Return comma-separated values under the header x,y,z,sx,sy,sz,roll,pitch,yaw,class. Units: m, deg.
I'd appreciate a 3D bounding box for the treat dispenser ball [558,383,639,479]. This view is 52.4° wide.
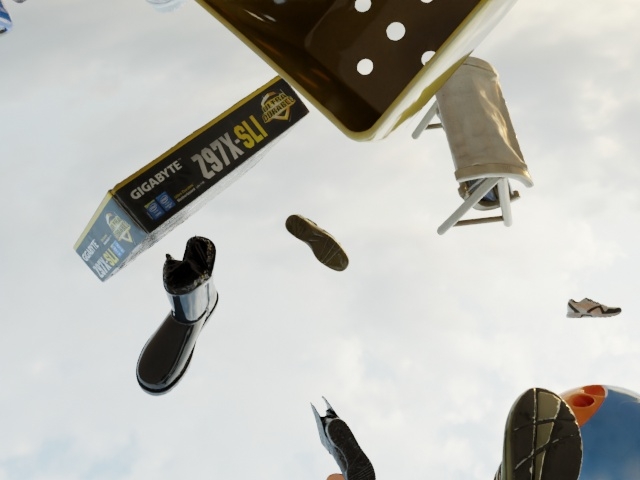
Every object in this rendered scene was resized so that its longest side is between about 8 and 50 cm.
x,y,z,sx,sy,sz,roll,pitch,yaw,class
0.505,0.401,1.154,0.288,0.288,0.288,-4,-146,3,treat dispenser ball

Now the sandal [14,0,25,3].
x,y,z,sx,sy,sz,roll,pitch,yaw,class
-0.195,-0.194,0.448,0.067,0.040,0.179,20,-138,14,sandal

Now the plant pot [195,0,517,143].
x,y,z,sx,sy,sz,roll,pitch,yaw,class
0.049,-0.206,0.539,0.212,0.212,0.187,44,-171,15,plant pot

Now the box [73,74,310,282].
x,y,z,sx,sy,sz,roll,pitch,yaw,class
-0.190,-0.088,0.953,0.322,0.079,0.257,-43,-171,-33,box

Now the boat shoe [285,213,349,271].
x,y,z,sx,sy,sz,roll,pitch,yaw,class
-0.002,0.001,1.283,0.153,0.056,0.048,37,-161,9,boat shoe

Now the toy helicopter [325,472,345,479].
x,y,z,sx,sy,sz,roll,pitch,yaw,class
0.043,0.553,1.070,0.140,0.355,0.235,0,-141,18,toy helicopter

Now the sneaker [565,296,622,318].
x,y,z,sx,sy,sz,roll,pitch,yaw,class
0.558,0.138,1.333,0.109,0.044,0.040,-4,173,30,sneaker

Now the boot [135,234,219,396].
x,y,z,sx,sy,sz,roll,pitch,yaw,class
-0.258,0.131,1.151,0.094,0.207,0.246,22,-122,9,boot

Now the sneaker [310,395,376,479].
x,y,z,sx,sy,sz,roll,pitch,yaw,class
0.036,0.348,1.100,0.051,0.170,0.089,-25,179,-17,sneaker

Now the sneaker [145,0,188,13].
x,y,z,sx,sy,sz,roll,pitch,yaw,class
-0.215,-0.451,1.040,0.252,0.103,0.111,-24,177,28,sneaker

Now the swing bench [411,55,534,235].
x,y,z,sx,sy,sz,roll,pitch,yaw,class
0.291,-0.180,1.250,0.165,0.255,0.253,-8,-113,-2,swing bench

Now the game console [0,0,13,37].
x,y,z,sx,sy,sz,roll,pitch,yaw,class
-0.471,-0.289,0.592,0.173,0.250,0.293,-27,-173,5,game console

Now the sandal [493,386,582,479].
x,y,z,sx,sy,sz,roll,pitch,yaw,class
0.272,0.344,0.875,0.120,0.086,0.303,22,-113,-15,sandal
